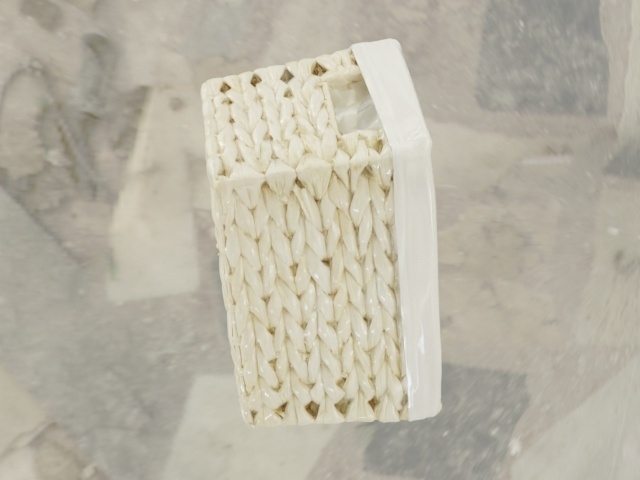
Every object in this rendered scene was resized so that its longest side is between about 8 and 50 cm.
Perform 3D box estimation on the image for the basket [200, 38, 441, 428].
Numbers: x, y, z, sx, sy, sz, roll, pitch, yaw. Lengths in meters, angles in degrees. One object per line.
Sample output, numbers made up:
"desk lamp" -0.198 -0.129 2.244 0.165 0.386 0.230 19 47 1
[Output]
"basket" 0.000 0.000 0.740 0.103 0.113 0.167 -7 125 -4
